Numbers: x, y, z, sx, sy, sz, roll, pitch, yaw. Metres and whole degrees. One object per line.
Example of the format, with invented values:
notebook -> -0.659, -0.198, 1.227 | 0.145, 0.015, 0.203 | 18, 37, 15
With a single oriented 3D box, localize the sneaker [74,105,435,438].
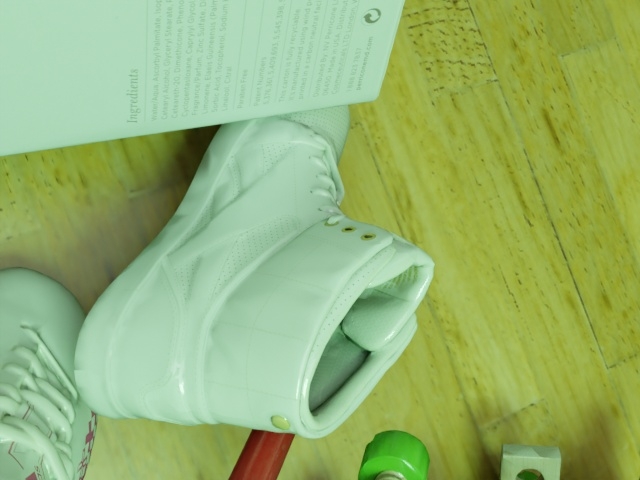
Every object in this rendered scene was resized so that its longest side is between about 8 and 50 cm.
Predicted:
sneaker -> 0.000, 0.000, 0.588 | 0.292, 0.169, 0.108 | -62, 144, -39

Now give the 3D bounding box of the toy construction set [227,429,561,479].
toy construction set -> 0.064, 0.197, 0.616 | 0.309, 0.257, 0.237 | 61, 25, -19

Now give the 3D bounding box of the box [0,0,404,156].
box -> -0.144, -0.188, 0.562 | 0.345, 0.168, 0.215 | -12, 55, -19

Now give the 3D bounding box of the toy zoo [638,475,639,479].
toy zoo -> 0.215, 0.291, 0.647 | 0.030, 0.192, 0.293 | 6, 80, 7

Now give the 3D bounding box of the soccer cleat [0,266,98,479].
soccer cleat -> -0.163, 0.119, 0.498 | 0.116, 0.143, 0.331 | 32, 36, -22
